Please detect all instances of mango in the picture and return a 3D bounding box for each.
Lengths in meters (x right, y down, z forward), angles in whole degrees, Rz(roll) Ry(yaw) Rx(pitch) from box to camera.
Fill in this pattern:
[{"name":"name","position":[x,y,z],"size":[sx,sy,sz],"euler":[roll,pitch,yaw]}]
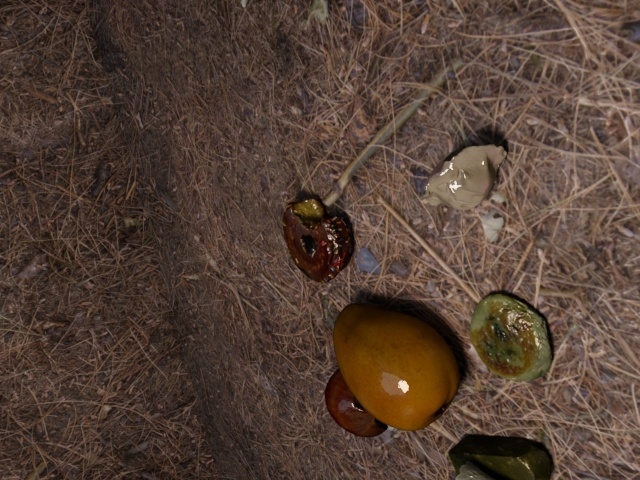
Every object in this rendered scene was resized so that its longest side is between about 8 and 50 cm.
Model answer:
[{"name":"mango","position":[0.156,0.280,1.297],"size":[0.378,0.221,0.263],"euler":[34,138,53]}]

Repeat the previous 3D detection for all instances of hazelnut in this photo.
[{"name":"hazelnut","position":[0.106,0.430,1.496],"size":[0.202,0.170,0.160],"euler":[43,119,-8]}]

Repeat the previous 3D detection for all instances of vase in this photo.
[{"name":"vase","position":[0.358,0.515,1.136],"size":[0.149,0.081,0.081],"euler":[4,111,46]}]

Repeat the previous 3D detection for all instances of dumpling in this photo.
[{"name":"dumpling","position":[0.254,-0.112,1.027],"size":[0.188,0.127,0.108],"euler":[-42,67,47]}]

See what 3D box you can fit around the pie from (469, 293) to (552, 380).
[{"name":"pie","position":[0.372,0.195,1.108],"size":[0.187,0.041,0.186],"euler":[29,129,43]}]

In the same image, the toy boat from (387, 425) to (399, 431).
[{"name":"toy boat","position":[0.208,0.463,1.446],"size":[0.059,0.066,0.140],"euler":[50,142,19]}]

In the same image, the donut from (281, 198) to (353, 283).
[{"name":"donut","position":[-0.001,0.000,1.454],"size":[0.230,0.096,0.216],"euler":[14,121,49]}]

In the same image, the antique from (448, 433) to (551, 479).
[{"name":"antique","position":[0.391,0.479,1.203],"size":[0.221,0.080,0.081],"euler":[-23,90,54]}]
